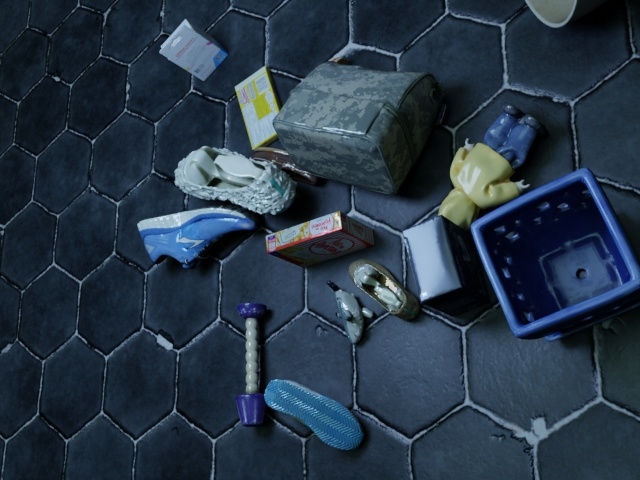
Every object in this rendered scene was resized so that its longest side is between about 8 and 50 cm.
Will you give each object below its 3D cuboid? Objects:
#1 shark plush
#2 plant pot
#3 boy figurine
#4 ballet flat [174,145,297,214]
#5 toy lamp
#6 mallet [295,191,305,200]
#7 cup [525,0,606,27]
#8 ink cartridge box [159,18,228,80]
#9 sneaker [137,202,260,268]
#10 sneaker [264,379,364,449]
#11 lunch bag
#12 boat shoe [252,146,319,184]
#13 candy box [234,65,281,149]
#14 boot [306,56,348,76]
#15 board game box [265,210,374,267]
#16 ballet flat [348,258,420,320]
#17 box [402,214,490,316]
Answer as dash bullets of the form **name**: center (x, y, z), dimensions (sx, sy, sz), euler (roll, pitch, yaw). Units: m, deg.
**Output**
- **shark plush**: center (0.045, 0.150, 1.745), dimensions (0.161, 0.073, 0.067), euler (47, 133, 29)
- **plant pot**: center (0.439, 0.044, 1.417), dimensions (0.236, 0.212, 0.236), euler (-28, 62, 23)
- **boy figurine**: center (0.341, -0.131, 1.609), dimensions (0.177, 0.092, 0.285), euler (37, 98, 35)
- **ballet flat**: center (-0.227, -0.169, 1.909), dimensions (0.408, 0.147, 0.147), euler (15, 84, 39)
- **toy lamp**: center (-0.154, 0.284, 1.822), dimensions (0.080, 0.080, 0.275), euler (-11, 68, 30)
- **mallet**: center (-0.114, -0.138, 1.948), dimensions (0.189, 0.039, 0.062), euler (11, 86, 31)
- **cup**: center (0.521, -0.607, 1.527), dimensions (0.236, 0.331, 0.331), euler (-19, 63, -3)
- **ink cartridge box**: center (-0.346, -0.513, 2.119), dimensions (0.104, 0.181, 0.062), euler (-43, 57, 15)
- **sneaker**: center (-0.294, -0.009, 1.988), dimensions (0.329, 0.129, 0.147), euler (-11, 93, 24)
- **sneaker**: center (-0.005, 0.362, 1.697), dimensions (0.228, 0.092, 0.087), euler (29, 91, 16)
- **lunch bag**: center (0.091, -0.270, 1.743), dimensions (0.305, 0.213, 0.256), euler (16, 66, 33)
- **boat shoe**: center (-0.085, -0.178, 1.914), dimensions (0.206, 0.073, 0.073), euler (10, 79, 35)
- **candy box**: center (-0.151, -0.336, 2.034), dimensions (0.105, 0.027, 0.206), euler (-30, 61, 25)
- **boot**: center (-0.002, -0.390, 1.935), dimensions (0.158, 0.059, 0.085), euler (-50, 51, 12)
- **board game box**: center (0.000, 0.000, 1.760), dimensions (0.193, 0.146, 0.045), euler (-19, 66, 28)
- **ballet flat**: center (0.125, 0.095, 1.697), dimensions (0.206, 0.067, 0.073), euler (34, 96, 36)
- **box**: center (0.249, 0.052, 1.572), dimensions (0.093, 0.158, 0.156), euler (-24, 65, 26)
